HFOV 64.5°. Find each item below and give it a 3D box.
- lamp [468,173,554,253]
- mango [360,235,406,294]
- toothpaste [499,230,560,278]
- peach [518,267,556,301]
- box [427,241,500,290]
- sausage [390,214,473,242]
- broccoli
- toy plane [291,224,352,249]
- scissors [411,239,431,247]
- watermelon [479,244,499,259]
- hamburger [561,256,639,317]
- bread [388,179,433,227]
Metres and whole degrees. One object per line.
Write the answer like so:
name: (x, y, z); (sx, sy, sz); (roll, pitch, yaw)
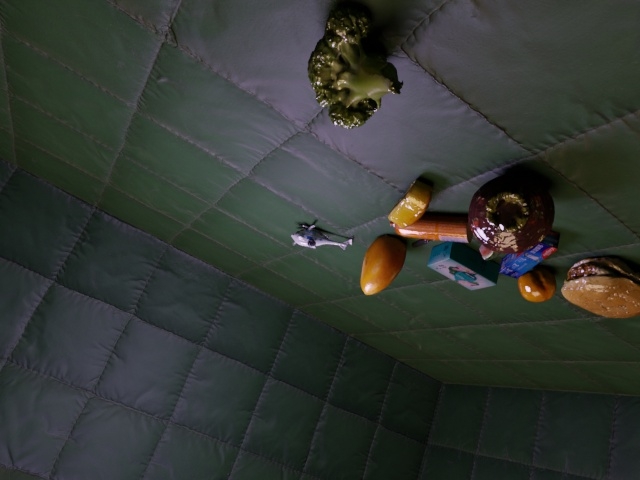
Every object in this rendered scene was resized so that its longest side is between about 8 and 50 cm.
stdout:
lamp: (0.556, -0.077, 1.489); (0.246, 0.247, 0.247); (18, 157, 8)
mango: (0.255, 0.111, 2.137); (0.187, 0.257, 0.138); (2, 151, 39)
toothpaste: (0.746, 0.051, 1.829); (0.076, 0.066, 0.320); (20, 157, 3)
peach: (0.827, 0.171, 1.928); (0.138, 0.138, 0.138); (18, 157, 8)
box: (0.579, 0.103, 2.054); (0.244, 0.092, 0.153); (27, 157, -15)
sausage: (0.400, -0.048, 1.872); (0.312, 0.093, 0.093); (5, 153, 34)
broccoli: (0.097, -0.421, 1.206); (0.302, 0.186, 0.254); (-20, 95, 58)
toy plane: (0.002, 0.004, 2.322); (0.273, 0.107, 0.182); (19, 163, -7)
scissors: (0.430, -0.002, 2.047); (0.088, 0.017, 0.220); (27, 158, -15)
watermelon: (0.645, 0.031, 1.899); (0.092, 0.072, 0.084); (-11, 170, -43)
hamburger: (1.004, 0.172, 1.781); (0.283, 0.145, 0.259); (27, 160, -1)
bread: (0.316, -0.124, 1.768); (0.094, 0.102, 0.245); (29, 156, -1)
